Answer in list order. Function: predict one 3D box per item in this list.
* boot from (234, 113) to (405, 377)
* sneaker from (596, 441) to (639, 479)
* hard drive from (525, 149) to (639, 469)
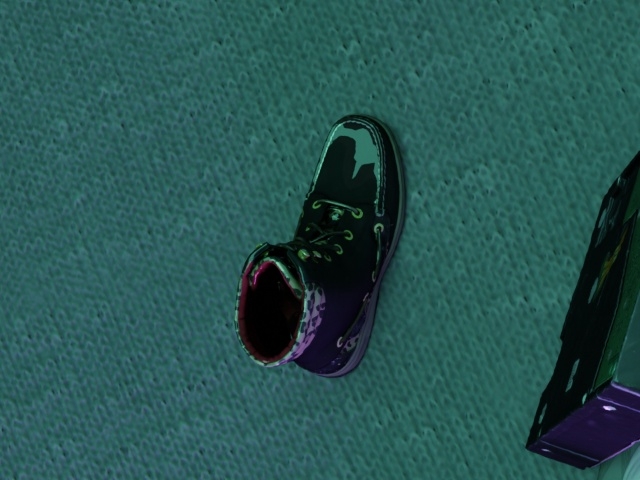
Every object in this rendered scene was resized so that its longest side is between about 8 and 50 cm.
[{"bbox_3d":[0.001,0.001,1.500,0.085,0.178,0.236,10,90,19],"label":"boot"},{"bbox_3d":[0.287,0.135,1.437,0.108,0.100,0.271,9,71,61],"label":"sneaker"},{"bbox_3d":[0.240,0.036,1.311,0.064,0.339,0.237,19,75,2],"label":"hard drive"}]
